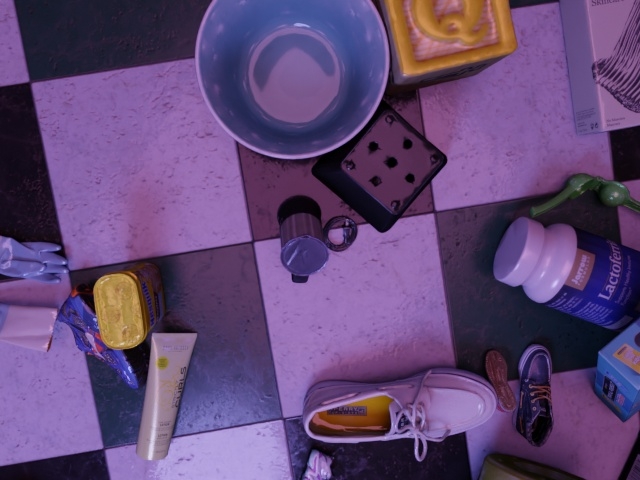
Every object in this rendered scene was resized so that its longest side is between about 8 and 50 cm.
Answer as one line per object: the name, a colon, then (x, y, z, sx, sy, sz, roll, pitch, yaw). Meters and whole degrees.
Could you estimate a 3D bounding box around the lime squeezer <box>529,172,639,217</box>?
lime squeezer: (0.525, -0.076, 1.061, 0.310, 0.110, 0.059, 7, 129, -10)

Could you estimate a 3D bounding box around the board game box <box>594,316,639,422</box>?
board game box: (0.596, 0.177, 0.983, 0.253, 0.336, 0.079, -41, 56, 1)

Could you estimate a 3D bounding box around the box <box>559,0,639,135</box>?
box: (0.519, -0.337, 1.038, 0.113, 0.094, 0.275, -12, 96, -1)

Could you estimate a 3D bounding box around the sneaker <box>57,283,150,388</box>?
sneaker: (-0.400, 0.186, 1.069, 0.087, 0.083, 0.221, -37, 90, 15)

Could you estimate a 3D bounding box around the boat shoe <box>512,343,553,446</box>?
boat shoe: (0.418, 0.296, 1.097, 0.065, 0.083, 0.184, 6, 95, -3)

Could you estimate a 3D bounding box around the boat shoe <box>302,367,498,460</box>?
boat shoe: (0.145, 0.314, 1.038, 0.366, 0.156, 0.136, -1, 97, 3)

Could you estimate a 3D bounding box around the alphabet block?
alphabet block: (0.193, -0.370, 0.972, 0.193, 0.197, 0.193, -15, 95, 0)

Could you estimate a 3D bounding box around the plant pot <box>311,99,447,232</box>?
plant pot: (0.114, -0.134, 1.006, 0.187, 0.167, 0.188, 41, 92, -5)

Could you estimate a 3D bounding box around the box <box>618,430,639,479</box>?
box: (0.689, 0.479, 1.120, 0.158, 0.093, 0.156, 22, 94, -5)

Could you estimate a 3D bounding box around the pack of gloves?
pack of gloves: (-0.583, 0.087, 1.065, 0.231, 0.046, 0.195, 11, 81, 2)

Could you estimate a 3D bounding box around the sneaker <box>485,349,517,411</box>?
sneaker: (0.346, 0.277, 1.119, 0.042, 0.067, 0.119, -11, 65, 1)

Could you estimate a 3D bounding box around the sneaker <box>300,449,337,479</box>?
sneaker: (-0.001, 0.464, 1.119, 0.069, 0.038, 0.098, 18, 95, -3)

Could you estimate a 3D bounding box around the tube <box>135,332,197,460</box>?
tube: (-0.296, 0.289, 1.080, 0.062, 0.070, 0.240, 13, 93, 7)

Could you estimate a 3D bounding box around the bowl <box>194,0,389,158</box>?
bowl: (-0.045, -0.294, 0.986, 0.311, 0.163, 0.312, 0, 96, 0)

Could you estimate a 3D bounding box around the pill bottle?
pill bottle: (0.464, 0.059, 1.043, 0.264, 0.153, 0.153, 19, 94, -4)

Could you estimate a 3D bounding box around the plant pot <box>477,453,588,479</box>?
plant pot: (0.372, 0.588, 1.012, 0.366, 0.366, 0.353, 15, 83, -3)

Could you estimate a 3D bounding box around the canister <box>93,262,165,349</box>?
canister: (-0.329, 0.107, 1.009, 0.073, 0.170, 0.126, -8, 96, -1)

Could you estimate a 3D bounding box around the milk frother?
milk frother: (0.000, 0.000, 1.029, 0.143, 0.135, 0.129, -12, 126, 2)
